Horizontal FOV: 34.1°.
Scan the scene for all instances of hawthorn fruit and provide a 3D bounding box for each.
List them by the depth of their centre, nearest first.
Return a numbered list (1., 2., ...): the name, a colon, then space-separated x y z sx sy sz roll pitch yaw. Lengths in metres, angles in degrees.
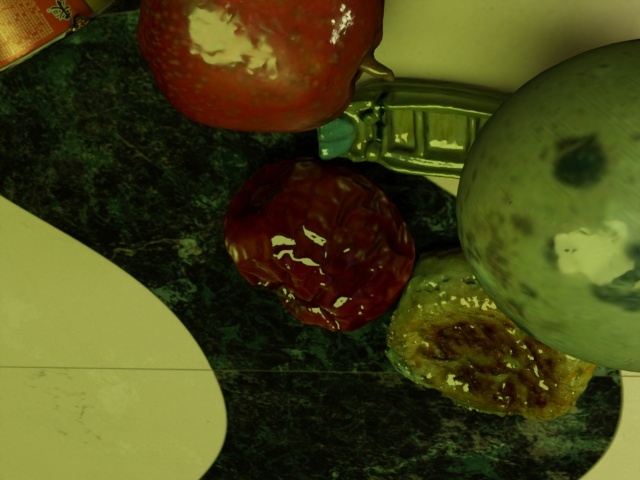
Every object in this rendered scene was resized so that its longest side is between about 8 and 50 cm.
1. hawthorn fruit: -0.054 -0.238 1.107 0.300 0.275 0.275 24 135 -3

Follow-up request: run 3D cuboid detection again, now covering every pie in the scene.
1. pie: 0.243 0.140 1.464 0.288 0.103 0.354 24 137 6

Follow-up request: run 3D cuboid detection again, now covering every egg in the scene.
1. egg: 0.333 -0.034 1.063 0.345 0.428 0.344 9 102 50

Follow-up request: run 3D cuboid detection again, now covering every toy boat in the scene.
1. toy boat: 0.138 -0.135 1.266 0.276 0.084 0.111 5 130 11

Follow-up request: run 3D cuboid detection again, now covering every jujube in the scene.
1. jujube: 0.000 0.000 1.355 0.213 0.213 0.232 -24 124 35

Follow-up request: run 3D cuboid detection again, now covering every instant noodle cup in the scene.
1. instant noodle cup: -0.368 -0.307 1.217 0.213 0.213 0.174 -15 116 31
